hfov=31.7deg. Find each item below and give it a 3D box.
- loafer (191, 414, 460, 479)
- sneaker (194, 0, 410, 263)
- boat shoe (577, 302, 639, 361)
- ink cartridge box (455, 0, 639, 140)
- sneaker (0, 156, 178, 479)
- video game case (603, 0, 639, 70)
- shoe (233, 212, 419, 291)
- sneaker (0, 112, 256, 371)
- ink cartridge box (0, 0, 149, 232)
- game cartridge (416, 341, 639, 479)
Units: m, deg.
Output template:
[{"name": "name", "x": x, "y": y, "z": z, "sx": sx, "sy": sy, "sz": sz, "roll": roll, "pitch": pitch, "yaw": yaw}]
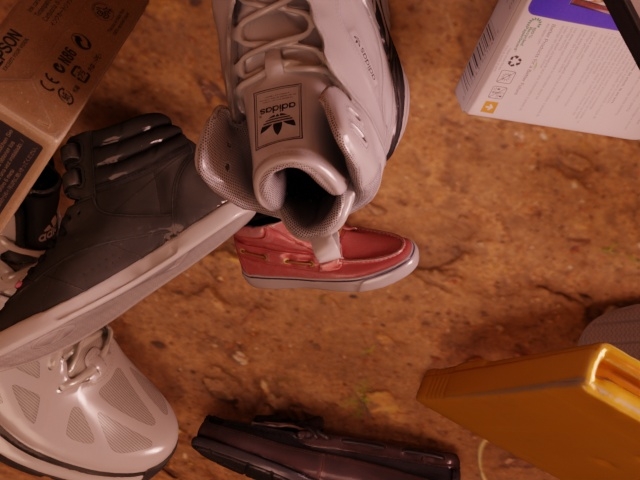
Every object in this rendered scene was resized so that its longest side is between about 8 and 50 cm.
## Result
[{"name": "loafer", "x": 0.010, "y": 0.243, "z": 1.261, "sx": 0.303, "sy": 0.095, "sz": 0.109, "roll": 19, "pitch": 161, "yaw": 2}, {"name": "sneaker", "x": -0.026, "y": -0.162, "z": 0.836, "sx": 0.137, "sy": 0.210, "sz": 0.365, "roll": -9, "pitch": 127, "yaw": 18}, {"name": "boat shoe", "x": 0.412, "y": 0.137, "z": 1.050, "sx": 0.335, "sy": 0.121, "sz": 0.119, "roll": 4, "pitch": 147, "yaw": 20}, {"name": "ink cartridge box", "x": 0.238, "y": -0.170, "z": 0.868, "sx": 0.208, "sy": 0.045, "sz": 0.206, "roll": 8, "pitch": 133, "yaw": -18}, {"name": "sneaker", "x": -0.285, "y": 0.067, "z": 1.108, "sx": 0.447, "sy": 0.169, "sz": 0.257, "roll": 38, "pitch": 128, "yaw": -16}, {"name": "video game case", "x": 0.267, "y": -0.260, "z": 0.719, "sx": 0.248, "sy": 0.035, "sz": 0.275, "roll": -36, "pitch": 114, "yaw": -1}, {"name": "shoe", "x": 0.000, "y": 0.000, "z": 1.061, "sx": 0.178, "sy": 0.063, "sz": 0.081, "roll": -3, "pitch": 131, "yaw": 19}, {"name": "sneaker", "x": -0.218, "y": -0.003, "z": 1.010, "sx": 0.296, "sy": 0.104, "sz": 0.147, "roll": -34, "pitch": 82, "yaw": -7}, {"name": "ink cartridge box", "x": -0.247, "y": -0.105, "z": 0.915, "sx": 0.088, "sy": 0.234, "sz": 0.193, "roll": 33, "pitch": 127, "yaw": -15}, {"name": "game cartridge", "x": 0.278, "y": 0.189, "z": 1.070, "sx": 0.285, "sy": 0.052, "sz": 0.324, "roll": 30, "pitch": 163, "yaw": -13}]
